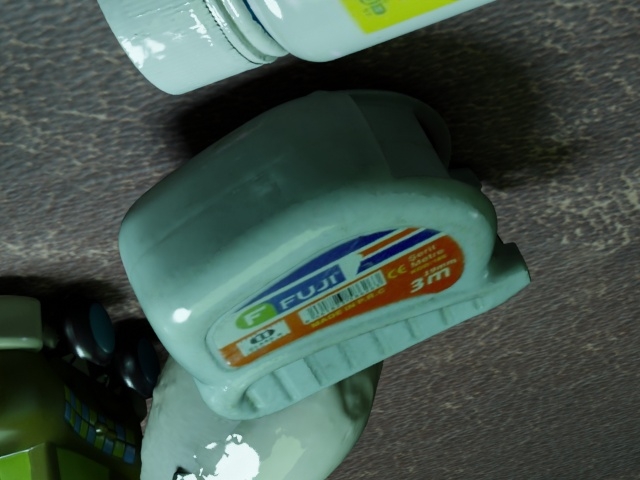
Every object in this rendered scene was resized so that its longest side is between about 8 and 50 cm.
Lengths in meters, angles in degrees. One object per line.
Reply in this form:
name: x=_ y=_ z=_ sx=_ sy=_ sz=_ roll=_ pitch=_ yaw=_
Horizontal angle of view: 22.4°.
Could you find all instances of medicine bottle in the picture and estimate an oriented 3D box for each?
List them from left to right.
medicine bottle: x=0.026 y=-0.166 z=0.754 sx=0.258 sy=0.143 sz=0.143 roll=-18 pitch=152 yaw=18

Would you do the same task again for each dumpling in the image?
dumpling: x=-0.051 y=0.122 z=1.288 sx=0.243 sy=0.175 sz=0.227 roll=-20 pitch=180 yaw=15

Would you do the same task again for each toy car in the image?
toy car: x=-0.235 y=0.169 z=1.263 sx=0.204 sy=0.198 sz=0.248 roll=-17 pitch=152 yaw=15

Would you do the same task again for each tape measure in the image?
tape measure: x=0.000 y=0.001 z=1.081 sx=0.243 sy=0.125 sz=0.246 roll=-28 pitch=148 yaw=-1
